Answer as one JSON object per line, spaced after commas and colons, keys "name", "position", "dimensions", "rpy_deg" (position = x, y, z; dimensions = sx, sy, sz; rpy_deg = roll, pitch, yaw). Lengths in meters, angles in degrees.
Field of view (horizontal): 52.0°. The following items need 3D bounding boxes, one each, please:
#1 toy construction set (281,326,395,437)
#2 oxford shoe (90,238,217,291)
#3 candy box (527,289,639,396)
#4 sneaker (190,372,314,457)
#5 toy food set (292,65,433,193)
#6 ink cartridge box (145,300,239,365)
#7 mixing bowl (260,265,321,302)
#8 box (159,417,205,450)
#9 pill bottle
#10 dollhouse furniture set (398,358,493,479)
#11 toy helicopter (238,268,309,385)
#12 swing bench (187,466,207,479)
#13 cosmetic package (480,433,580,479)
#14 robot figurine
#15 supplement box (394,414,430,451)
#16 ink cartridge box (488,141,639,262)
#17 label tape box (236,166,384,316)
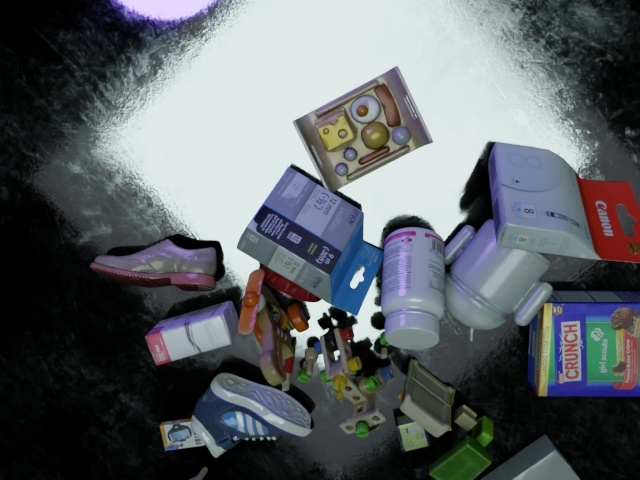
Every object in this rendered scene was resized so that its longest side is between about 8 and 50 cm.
{"name": "toy construction set", "position": [0.049, 0.387, 1.735], "dimensions": [0.309, 0.237, 0.257], "rpy_deg": [-3, 134, 12]}
{"name": "oxford shoe", "position": [-0.450, 0.060, 1.798], "dimensions": [0.349, 0.123, 0.130], "rpy_deg": [6, 75, 2]}
{"name": "candy box", "position": [0.738, 0.277, 1.778], "dimensions": [0.318, 0.122, 0.268], "rpy_deg": [0, 101, 3]}
{"name": "sneaker", "position": [-0.208, 0.533, 1.867], "dimensions": [0.323, 0.130, 0.236], "rpy_deg": [26, 110, -8]}
{"name": "toy food set", "position": [0.109, -0.282, 1.706], "dimensions": [0.306, 0.092, 0.219], "rpy_deg": [-26, 99, 6]}
{"name": "ink cartridge box", "position": [-0.341, 0.249, 1.789], "dimensions": [0.218, 0.158, 0.092], "rpy_deg": [-18, 98, 5]}
{"name": "mixing bowl", "position": [-0.061, 0.080, 1.759], "dimensions": [0.182, 0.181, 0.098], "rpy_deg": [27, 65, -3]}
{"name": "box", "position": [-0.394, 0.564, 1.918], "dimensions": [0.136, 0.028, 0.081], "rpy_deg": [-9, 100, 5]}
{"name": "pill bottle", "position": [0.236, 0.123, 1.676], "dimensions": [0.161, 0.160, 0.282], "rpy_deg": [7, 59, 1]}
{"name": "dollhouse furniture set", "position": [0.312, 0.507, 1.814], "dimensions": [0.302, 0.197, 0.151], "rpy_deg": [38, 116, -3]}
{"name": "toy helicopter", "position": [-0.131, 0.228, 1.679], "dimensions": [0.140, 0.355, 0.234], "rpy_deg": [-25, 116, 7]}
{"name": "swing bench", "position": [-0.345, 0.832, 1.852], "dimensions": [0.165, 0.254, 0.253], "rpy_deg": [-30, 98, 7]}
{"name": "cosmetic package", "position": [0.596, 0.682, 1.873], "dimensions": [0.238, 0.107, 0.127], "rpy_deg": [-37, 98, 5]}
{"name": "robot figurine", "position": [0.451, 0.087, 1.711], "dimensions": [0.300, 0.200, 0.353], "rpy_deg": [42, 101, 33]}
{"name": "supplement box", "position": [0.263, 0.547, 1.878], "dimensions": [0.083, 0.056, 0.083], "rpy_deg": [-15, 100, 4]}
{"name": "ink cartridge box", "position": [0.620, -0.096, 1.622], "dimensions": [0.385, 0.308, 0.091], "rpy_deg": [7, 136, 2]}
{"name": "label tape box", "position": [0.000, 0.000, 1.673], "dimensions": [0.348, 0.249, 0.115], "rpy_deg": [30, 139, 0]}
